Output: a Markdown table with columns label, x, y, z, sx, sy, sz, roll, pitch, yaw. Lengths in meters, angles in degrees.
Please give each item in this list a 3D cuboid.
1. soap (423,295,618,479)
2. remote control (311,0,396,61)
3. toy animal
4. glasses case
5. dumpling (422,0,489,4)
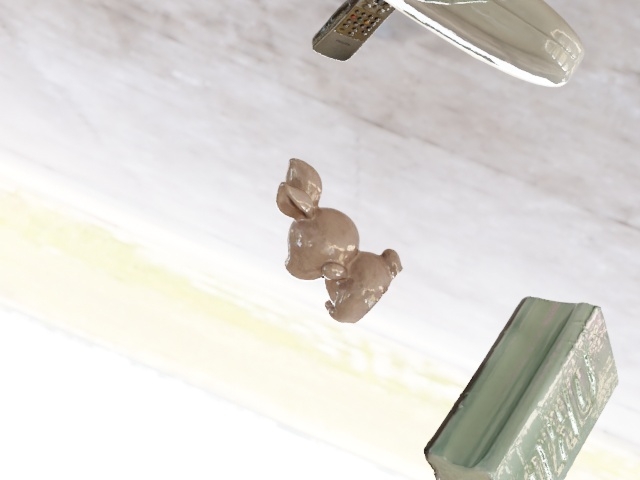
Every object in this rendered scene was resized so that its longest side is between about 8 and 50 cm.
| label | x | y | z | sx | sy | sz | roll | pitch | yaw |
| --- | --- | --- | --- | --- | --- | --- | --- | --- | --- |
| soap | 0.219 | 0.188 | 1.463 | 0.094 | 0.261 | 0.150 | 8 | 137 | 38 |
| remote control | 0.064 | -0.277 | 1.575 | 0.059 | 0.028 | 0.212 | 18 | 138 | -28 |
| toy animal | -0.002 | 0.001 | 1.761 | 0.212 | 0.124 | 0.124 | 51 | 168 | -9 |
| glasses case | 0.084 | -0.184 | 0.991 | 0.233 | 0.059 | 0.092 | 34 | 177 | 2 |
| dumpling | 0.049 | -0.205 | 0.720 | 0.149 | 0.105 | 0.216 | -16 | 119 | 32 |
